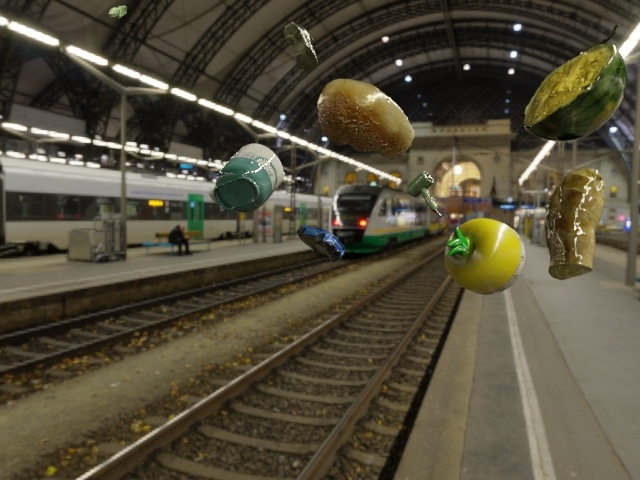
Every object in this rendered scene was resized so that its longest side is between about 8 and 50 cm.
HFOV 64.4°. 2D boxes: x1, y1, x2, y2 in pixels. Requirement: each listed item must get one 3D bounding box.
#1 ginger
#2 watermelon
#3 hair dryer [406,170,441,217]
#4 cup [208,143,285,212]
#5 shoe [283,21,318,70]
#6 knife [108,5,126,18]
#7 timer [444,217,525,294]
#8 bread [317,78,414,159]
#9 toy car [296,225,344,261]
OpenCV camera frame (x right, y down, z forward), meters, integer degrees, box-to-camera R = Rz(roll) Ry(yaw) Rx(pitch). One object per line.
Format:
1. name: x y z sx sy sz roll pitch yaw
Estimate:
1. ginger: 0.585 -0.042 1.181 0.117 0.262 0.109 14 -13 -4
2. watermelon: 0.514 -0.280 1.005 0.127 0.232 0.204 40 -38 -9
3. hair dryer: 0.304 -0.119 1.433 0.047 0.150 0.071 10 -44 -45
4. cup: -0.313 -0.234 2.032 0.290 0.219 0.257 -14 26 27
5. shoe: -0.052 -0.660 1.711 0.071 0.169 0.099 -17 28 32
6. knife: -0.517 -0.583 1.300 0.014 0.030 0.207 8 26 -14
7. timer: 0.526 0.039 1.726 0.286 0.284 0.285 1 3 0
8. bread: 0.120 -0.359 1.477 0.314 0.171 0.192 32 -11 12
9. toy car: 0.000 0.000 1.613 0.103 0.063 0.216 50 -14 -30
